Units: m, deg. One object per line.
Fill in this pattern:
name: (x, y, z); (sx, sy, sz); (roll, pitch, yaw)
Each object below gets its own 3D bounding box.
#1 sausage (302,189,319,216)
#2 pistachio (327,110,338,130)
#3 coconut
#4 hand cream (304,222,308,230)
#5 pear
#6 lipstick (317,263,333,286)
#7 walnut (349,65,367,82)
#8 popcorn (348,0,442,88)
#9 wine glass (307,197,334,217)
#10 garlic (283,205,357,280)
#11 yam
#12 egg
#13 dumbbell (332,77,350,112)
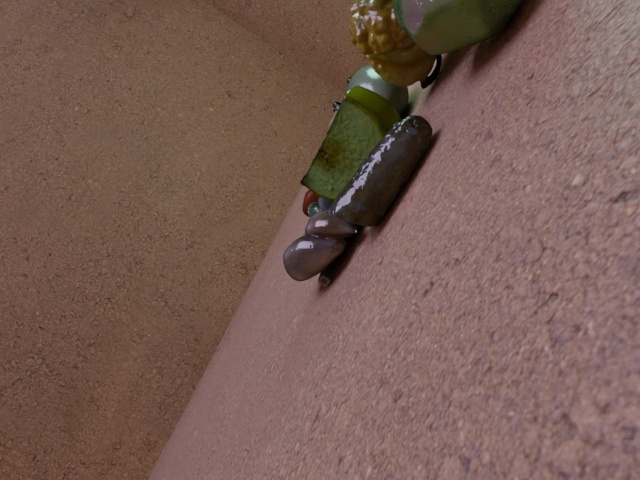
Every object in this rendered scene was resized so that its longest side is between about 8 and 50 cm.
sausage: (0.008, -0.173, 2.024); (0.258, 0.133, 0.133); (-39, 22, 54)
pistachio: (0.139, -0.562, 2.428); (0.188, 0.187, 0.299); (-60, 16, -1)
coconut: (0.312, -0.596, 1.180); (0.328, 0.281, 0.329); (-16, 62, 34)
hand cream: (-0.021, -0.021, 1.946); (0.095, 0.059, 0.276); (-57, 15, 10)
pear: (0.132, -0.298, 1.512); (0.343, 0.238, 0.318); (-59, -4, 39)
lipstick: (0.021, 0.087, 1.460); (0.030, 0.030, 0.129); (-55, 6, 27)
walnut: (0.226, -0.741, 2.391); (0.213, 0.213, 0.213); (-57, 10, 16)
popcorn: (0.267, -0.644, 1.486); (0.348, 0.382, 0.349); (-24, 32, 16)
wine glass: (0.048, -0.148, 1.815); (0.231, 0.103, 0.103); (-41, 21, 53)
garlic: (0.002, 0.000, 1.462); (0.279, 0.132, 0.325); (-53, 2, -8)
yam: (0.161, -0.167, 1.249); (0.330, 0.133, 0.133); (-54, 10, 7)
egg: (0.204, -0.502, 1.745); (0.218, 0.218, 0.295); (-56, 22, 20)
dumbbell: (0.182, -0.732, 2.606); (0.290, 0.192, 0.192); (-55, 11, 22)
